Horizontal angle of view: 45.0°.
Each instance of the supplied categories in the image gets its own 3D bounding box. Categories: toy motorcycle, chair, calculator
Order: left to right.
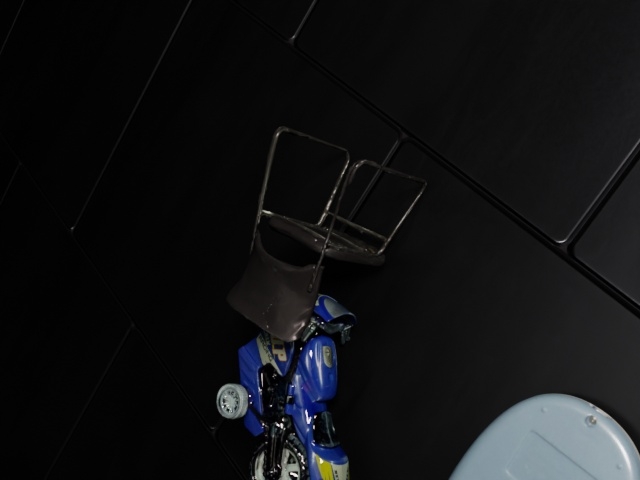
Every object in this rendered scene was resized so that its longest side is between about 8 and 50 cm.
[{"bbox_3d":[-0.027,0.171,0.930,0.168,0.113,0.316,-15,74,34],"label":"toy motorcycle"},{"bbox_3d":[0.000,0.000,0.912,0.140,0.145,0.221,27,99,40],"label":"chair"},{"bbox_3d":[0.200,0.295,0.766,0.188,0.042,0.303,35,102,37],"label":"calculator"}]
